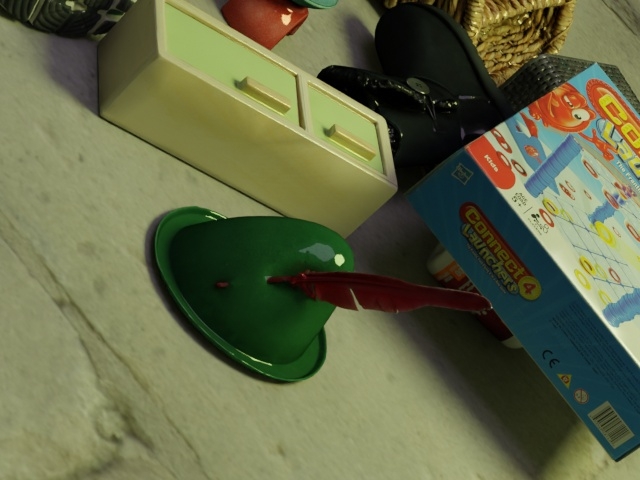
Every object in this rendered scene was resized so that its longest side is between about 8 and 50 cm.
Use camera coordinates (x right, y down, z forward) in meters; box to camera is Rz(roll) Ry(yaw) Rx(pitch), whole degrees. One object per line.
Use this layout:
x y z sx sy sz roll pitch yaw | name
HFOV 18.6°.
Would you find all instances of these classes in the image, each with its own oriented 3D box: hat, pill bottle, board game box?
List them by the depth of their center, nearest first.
0.000 0.000 1.585 0.208 0.183 0.173 35 32 -21 | hat
0.266 0.009 1.836 0.308 0.086 0.302 51 37 4 | board game box
0.180 0.046 1.861 0.152 0.086 0.086 43 30 -6 | pill bottle

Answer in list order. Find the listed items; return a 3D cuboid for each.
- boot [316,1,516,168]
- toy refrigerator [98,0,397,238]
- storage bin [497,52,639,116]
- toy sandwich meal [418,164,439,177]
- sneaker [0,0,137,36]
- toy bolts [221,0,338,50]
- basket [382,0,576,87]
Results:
0.073 -0.161 1.956 0.207 0.094 0.246 3 43 -43 | boot
-0.060 -0.112 1.731 0.269 0.094 0.102 29 34 -30 | toy refrigerator
0.265 -0.130 2.140 0.180 0.122 0.084 1 53 -52 | storage bin
0.135 -0.073 1.999 0.085 0.029 0.085 32 33 -24 | toy sandwich meal
-0.264 -0.265 1.652 0.275 0.107 0.110 26 23 -36 | sneaker
-0.070 -0.303 1.879 0.228 0.158 0.218 44 30 -6 | toy bolts
0.211 -0.321 2.206 0.223 0.213 0.299 52 30 10 | basket
